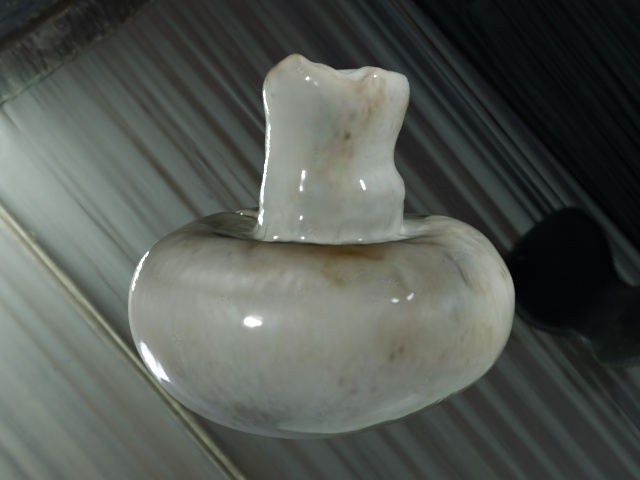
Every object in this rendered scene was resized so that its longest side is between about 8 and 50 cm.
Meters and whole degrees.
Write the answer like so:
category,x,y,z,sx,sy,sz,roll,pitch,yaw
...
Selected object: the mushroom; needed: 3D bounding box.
category,x,y,z,sx,sy,sz,roll,pitch,yaw
mushroom,0.000,0.000,0.501,0.243,0.243,0.243,-40,3,2
